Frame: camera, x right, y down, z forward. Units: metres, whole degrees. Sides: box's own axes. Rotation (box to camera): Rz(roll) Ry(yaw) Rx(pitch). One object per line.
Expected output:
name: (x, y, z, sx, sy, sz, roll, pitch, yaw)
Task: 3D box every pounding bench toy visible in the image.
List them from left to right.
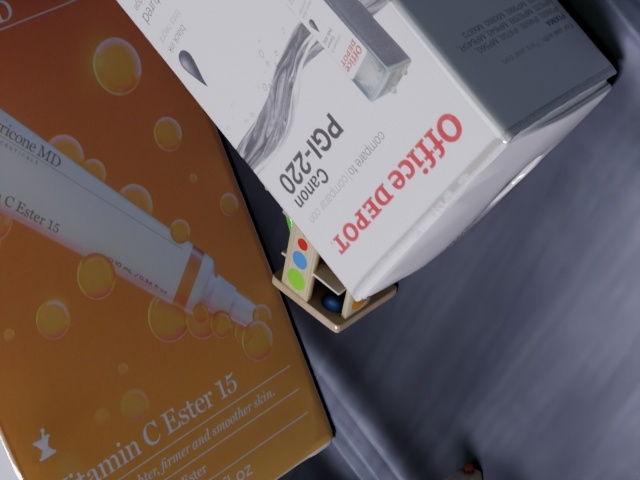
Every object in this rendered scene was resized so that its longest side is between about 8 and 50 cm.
pounding bench toy: (0.000, 0.000, 0.865, 0.083, 0.052, 0.065, 37, 137, 26)

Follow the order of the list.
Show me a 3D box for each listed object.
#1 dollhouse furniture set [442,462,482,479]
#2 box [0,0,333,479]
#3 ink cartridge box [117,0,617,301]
dollhouse furniture set: (0.075, 0.235, 0.830, 0.129, 0.184, 0.129, 20, 128, 39)
box: (-0.170, 0.017, 0.931, 0.168, 0.215, 0.345, -5, 110, 49)
ink cartridge box: (0.013, -0.103, 0.753, 0.218, 0.092, 0.158, 50, 141, 8)
